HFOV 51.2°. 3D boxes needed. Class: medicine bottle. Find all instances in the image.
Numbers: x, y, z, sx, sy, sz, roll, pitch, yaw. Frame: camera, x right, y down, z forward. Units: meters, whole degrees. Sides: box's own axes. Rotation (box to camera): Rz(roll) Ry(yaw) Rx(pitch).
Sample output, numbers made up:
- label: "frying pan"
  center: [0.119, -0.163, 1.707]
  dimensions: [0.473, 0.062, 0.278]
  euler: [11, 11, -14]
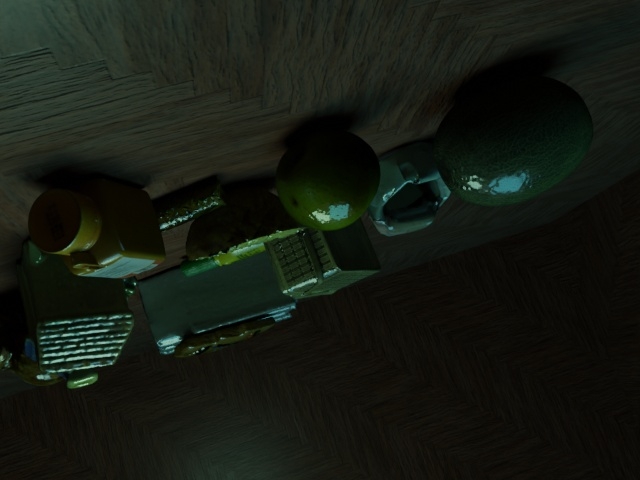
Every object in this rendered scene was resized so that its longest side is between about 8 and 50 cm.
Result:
- label: "medicine bottle"
  center: [-0.371, -0.020, 1.120]
  dimensions: [0.112, 0.149, 0.222]
  euler: [-22, 168, 15]
- label: "medicine bottle"
  center: [-0.251, 0.034, 1.781]
  dimensions: [0.261, 0.064, 0.095]
  euler: [-22, 174, 11]

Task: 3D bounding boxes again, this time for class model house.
- label: "model house"
  center: [-0.490, 0.154, 1.402]
  dimensions: [0.261, 0.266, 0.321]
  euler: [-5, 158, -27]

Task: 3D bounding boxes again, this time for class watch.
- label: "watch"
  center: [0.217, -0.139, 1.591]
  dimensions: [0.254, 0.161, 0.241]
  euler: [-14, 155, -37]

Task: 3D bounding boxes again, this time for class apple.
- label: "apple"
  center: [0.009, -0.114, 1.228]
  dimensions: [0.196, 0.196, 0.157]
  euler: [-28, 130, 37]

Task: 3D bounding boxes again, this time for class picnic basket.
- label: "picnic basket"
  center: [-0.011, 0.011, 1.668]
  dimensions: [0.175, 0.227, 0.313]
  euler: [-26, 167, 21]

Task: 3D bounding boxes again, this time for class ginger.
- label: "ginger"
  center: [-0.726, 0.245, 1.606]
  dimensions: [0.358, 0.152, 0.274]
  euler: [15, 169, 37]

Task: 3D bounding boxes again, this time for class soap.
- label: "soap"
  center: [-0.307, 0.178, 1.997]
  dimensions: [0.436, 0.212, 0.350]
  euler: [-17, 170, -11]

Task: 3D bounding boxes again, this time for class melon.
- label: "melon"
  center: [0.370, -0.194, 1.286]
  dimensions: [0.302, 0.237, 0.237]
  euler: [-24, 169, -5]

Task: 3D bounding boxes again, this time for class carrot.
- label: "carrot"
  center: [-0.289, -0.055, 1.311]
  dimensions: [0.229, 0.068, 0.069]
  euler: [-22, 168, 9]

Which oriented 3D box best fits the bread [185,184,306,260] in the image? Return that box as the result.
- label: "bread"
  center: [-0.168, -0.044, 1.392]
  dimensions: [0.260, 0.133, 0.129]
  euler: [-13, 178, -24]

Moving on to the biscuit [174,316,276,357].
- label: "biscuit"
  center: [-0.273, 0.282, 1.914]
  dimensions: [0.302, 0.043, 0.278]
  euler: [-19, 169, 4]
